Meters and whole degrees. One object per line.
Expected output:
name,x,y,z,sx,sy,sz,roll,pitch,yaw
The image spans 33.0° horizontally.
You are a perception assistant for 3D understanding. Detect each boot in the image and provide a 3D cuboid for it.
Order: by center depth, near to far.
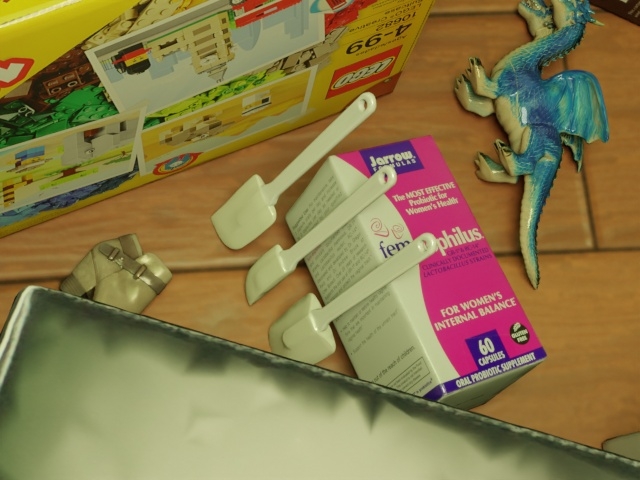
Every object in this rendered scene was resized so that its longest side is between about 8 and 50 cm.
boot,-0.167,0.052,0.943,0.087,0.042,0.118,-33,81,-17

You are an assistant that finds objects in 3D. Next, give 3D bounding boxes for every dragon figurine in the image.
dragon figurine,0.217,-0.110,1.015,0.144,0.085,0.289,-12,75,-10

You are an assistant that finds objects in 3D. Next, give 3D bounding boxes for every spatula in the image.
spatula,0.000,0.000,0.889,0.019,0.242,0.168,-8,70,-41

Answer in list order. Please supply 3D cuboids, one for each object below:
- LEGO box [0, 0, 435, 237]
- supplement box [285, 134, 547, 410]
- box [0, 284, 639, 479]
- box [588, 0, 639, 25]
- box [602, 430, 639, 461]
LEGO box,-0.170,-0.183,0.837,0.500,0.372,0.193,-22,78,-12
supplement box,0.075,0.037,0.914,0.111,0.114,0.220,-15,69,-30
box,0.040,0.273,0.618,0.480,0.472,0.297,17,71,-3
box,0.350,-0.336,1.052,0.167,0.168,0.203,24,73,0
box,0.390,0.202,0.811,0.215,0.345,0.168,-6,76,-9
